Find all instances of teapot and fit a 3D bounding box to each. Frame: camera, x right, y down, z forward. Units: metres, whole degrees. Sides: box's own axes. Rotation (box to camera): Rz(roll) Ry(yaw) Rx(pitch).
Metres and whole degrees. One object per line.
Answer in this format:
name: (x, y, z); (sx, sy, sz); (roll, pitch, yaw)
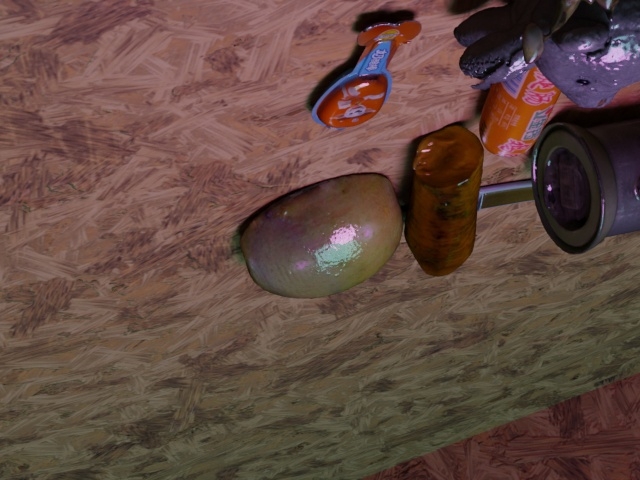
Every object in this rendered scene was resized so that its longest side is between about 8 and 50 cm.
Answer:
teapot: (0.524, -0.103, 2.252); (0.337, 0.200, 0.270); (-12, -167, -21)

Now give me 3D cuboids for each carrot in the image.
carrot: (0.184, -0.050, 2.243); (0.114, 0.114, 0.302); (-15, 151, -7)

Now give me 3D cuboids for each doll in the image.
doll: (0.289, -0.229, 1.717); (0.246, 0.158, 0.340); (-23, -172, -21)

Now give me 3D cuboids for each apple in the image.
apple: (0.000, 0.000, 2.250); (0.265, 0.120, 0.193); (-23, 146, 6)

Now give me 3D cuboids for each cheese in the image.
cheese: (0.056, -0.206, 1.901); (0.106, 0.037, 0.256); (-10, 158, -22)

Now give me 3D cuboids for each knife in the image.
knife: (0.259, -0.064, 2.403); (0.343, 0.027, 0.061); (-10, 152, -19)

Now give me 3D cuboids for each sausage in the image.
sausage: (0.274, -0.196, 2.018); (0.093, 0.093, 0.312); (-13, 157, -12)

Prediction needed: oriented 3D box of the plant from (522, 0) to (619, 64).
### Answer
plant: (0.284, -0.359, 1.566); (0.333, 0.251, 0.180); (-32, 175, -39)
